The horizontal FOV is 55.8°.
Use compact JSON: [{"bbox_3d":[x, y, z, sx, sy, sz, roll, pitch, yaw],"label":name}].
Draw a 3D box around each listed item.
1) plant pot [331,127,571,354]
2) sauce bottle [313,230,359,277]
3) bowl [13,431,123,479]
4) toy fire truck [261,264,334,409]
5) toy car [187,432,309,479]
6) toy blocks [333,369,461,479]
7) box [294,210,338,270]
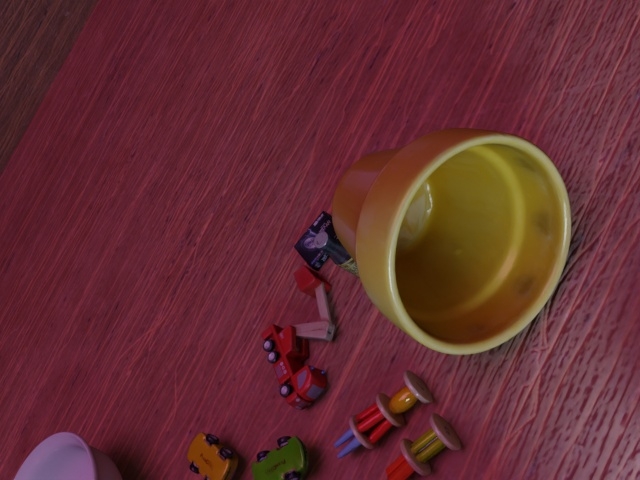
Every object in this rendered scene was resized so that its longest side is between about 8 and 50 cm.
[{"bbox_3d":[0.134,-0.019,0.764,0.254,0.254,0.239,-59,29,0],"label":"plant pot"},{"bbox_3d":[0.038,0.022,0.894,0.042,0.128,0.042,-21,56,35],"label":"sauce bottle"},{"bbox_3d":[-0.429,0.497,1.053,0.298,0.134,0.298,-21,54,33],"label":"bowl"},{"bbox_3d":[-0.023,0.148,0.940,0.135,0.047,0.192,-42,47,15],"label":"toy fire truck"},{"bbox_3d":[-0.094,0.362,0.884,0.225,0.053,0.239,-38,48,20],"label":"toy car"},{"bbox_3d":[0.090,0.258,0.773,0.148,0.054,0.123,-44,45,15],"label":"toy blocks"},{"bbox_3d":[0.000,0.000,1.019,0.083,0.018,0.067,-50,45,10],"label":"box"}]
